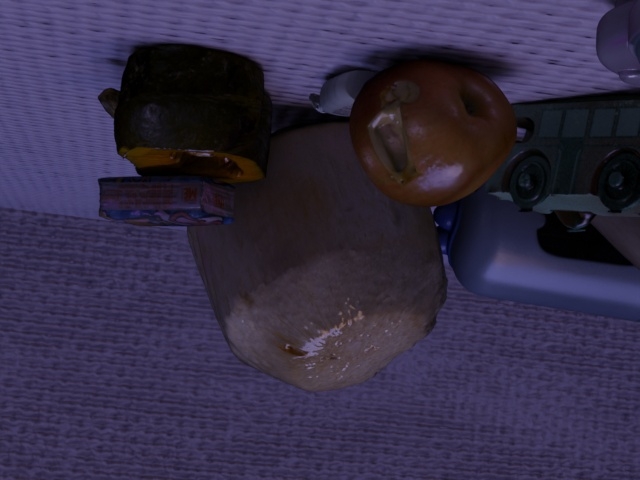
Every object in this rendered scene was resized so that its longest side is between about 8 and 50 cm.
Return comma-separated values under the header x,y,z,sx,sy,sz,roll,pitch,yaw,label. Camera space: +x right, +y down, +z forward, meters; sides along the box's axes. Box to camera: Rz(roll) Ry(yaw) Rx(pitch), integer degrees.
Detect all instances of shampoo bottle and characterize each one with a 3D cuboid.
x,y,z,sx,sy,sz,roll,pitch,yaw,label
0.032,-0.180,1.716,0.077,0.045,0.152,7,172,-22,shampoo bottle

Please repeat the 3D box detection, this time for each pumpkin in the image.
x,y,z,sx,sy,sz,roll,pitch,yaw,label
-0.179,-0.157,1.772,0.222,0.139,0.317,3,176,3,pumpkin

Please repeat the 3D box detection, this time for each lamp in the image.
x,y,z,sx,sy,sz,roll,pitch,yaw,label
0.345,-0.172,1.195,0.180,0.107,0.246,15,171,-30,lamp

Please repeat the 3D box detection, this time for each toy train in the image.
x,y,z,sx,sy,sz,roll,pitch,yaw,label
0.355,-0.095,1.669,0.129,0.159,0.326,15,174,-37,toy train

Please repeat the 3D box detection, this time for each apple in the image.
x,y,z,sx,sy,sz,roll,pitch,yaw,label
0.133,-0.126,1.577,0.199,0.199,0.199,7,174,1,apple

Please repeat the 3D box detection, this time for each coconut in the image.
x,y,z,sx,sy,sz,roll,pitch,yaw,label
0.000,0.000,2.004,0.415,0.415,0.345,2,163,38,coconut

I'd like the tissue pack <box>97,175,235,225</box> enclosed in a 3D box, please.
x,y,z,sx,sy,sz,roll,pitch,yaw,label
-0.206,-0.052,1.824,0.155,0.065,0.115,1,177,20,tissue pack

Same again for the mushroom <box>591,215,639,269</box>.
x,y,z,sx,sy,sz,roll,pitch,yaw,label
0.439,-0.029,1.868,0.350,0.128,0.128,31,174,2,mushroom

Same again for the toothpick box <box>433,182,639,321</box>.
x,y,z,sx,sy,sz,roll,pitch,yaw,label
0.341,-0.008,2.048,0.355,0.262,0.263,9,174,-5,toothpick box
